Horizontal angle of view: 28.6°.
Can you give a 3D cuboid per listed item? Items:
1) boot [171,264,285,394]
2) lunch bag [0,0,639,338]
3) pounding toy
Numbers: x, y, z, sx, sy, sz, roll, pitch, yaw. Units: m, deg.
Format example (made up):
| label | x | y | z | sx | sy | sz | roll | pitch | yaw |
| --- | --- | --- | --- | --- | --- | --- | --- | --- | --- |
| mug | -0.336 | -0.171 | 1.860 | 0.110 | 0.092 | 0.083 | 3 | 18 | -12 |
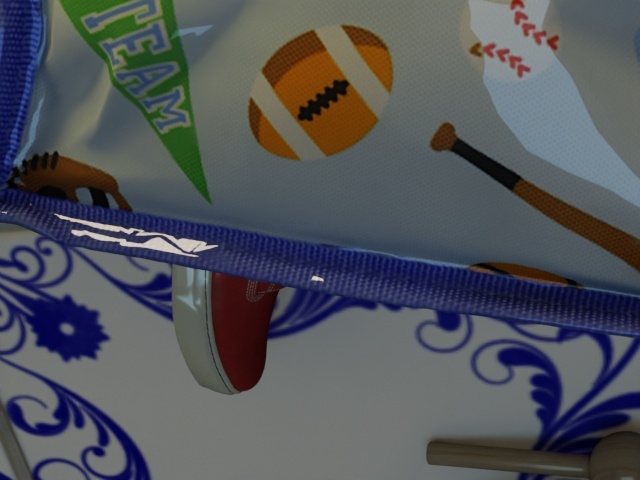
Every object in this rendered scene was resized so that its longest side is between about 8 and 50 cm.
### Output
| label | x | y | z | sx | sy | sz | roll | pitch | yaw |
| --- | --- | --- | --- | --- | --- | --- | --- | --- | --- |
| boot | 0.000 | 0.000 | 0.783 | 0.176 | 0.088 | 0.244 | 5 | 121 | 6 |
| lunch bag | 0.116 | -0.109 | 0.493 | 0.385 | 0.328 | 0.239 | 13 | 112 | 15 |
| pounding toy | 0.184 | 0.250 | 0.922 | 0.182 | 0.110 | 0.237 | -5 | 94 | 27 |
